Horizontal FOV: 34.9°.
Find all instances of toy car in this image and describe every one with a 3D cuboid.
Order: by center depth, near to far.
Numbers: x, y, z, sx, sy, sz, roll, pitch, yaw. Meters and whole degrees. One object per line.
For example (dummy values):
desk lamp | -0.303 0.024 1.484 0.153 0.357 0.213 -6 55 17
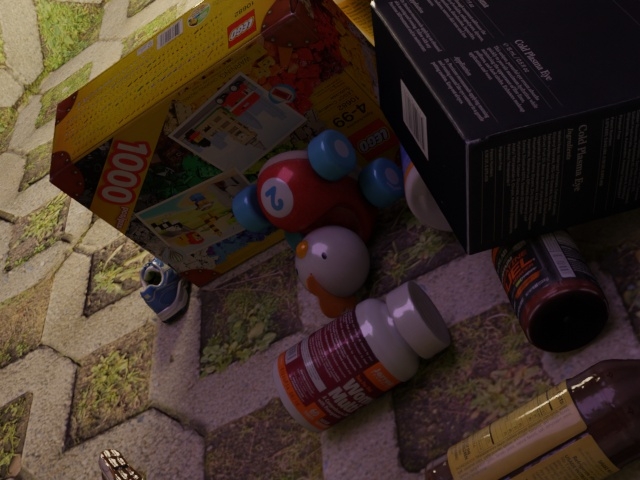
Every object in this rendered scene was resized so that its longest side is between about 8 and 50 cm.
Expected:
toy car | 0.000 0.000 1.531 0.219 0.210 0.238 -32 46 37

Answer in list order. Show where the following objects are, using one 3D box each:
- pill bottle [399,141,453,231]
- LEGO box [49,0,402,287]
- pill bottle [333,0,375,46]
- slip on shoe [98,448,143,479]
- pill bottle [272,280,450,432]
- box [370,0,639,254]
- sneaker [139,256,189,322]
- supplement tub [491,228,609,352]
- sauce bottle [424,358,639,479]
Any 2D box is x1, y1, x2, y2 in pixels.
pill bottle | 0.192 -0.154 1.513 0.152 0.152 0.272 -29 35 23
LEGO box | -0.137 -0.183 1.689 0.500 0.372 0.193 -30 44 23
pill bottle | 0.110 -0.438 1.727 0.188 0.334 0.188 -34 37 31
slip on shoe | -0.313 0.378 1.590 0.135 0.051 0.041 34 120 49
pill bottle | 0.054 0.153 1.354 0.221 0.121 0.121 -34 34 17
box | 0.267 -0.186 1.290 0.312 0.179 0.343 -15 43 -7
sneaker | -0.282 0.053 1.873 0.080 0.081 0.211 -33 33 21
supplement tub | 0.273 0.039 1.254 0.106 0.106 0.198 -35 33 15
sauce bottle | 0.277 0.200 1.070 0.344 0.111 0.111 -33 35 16
